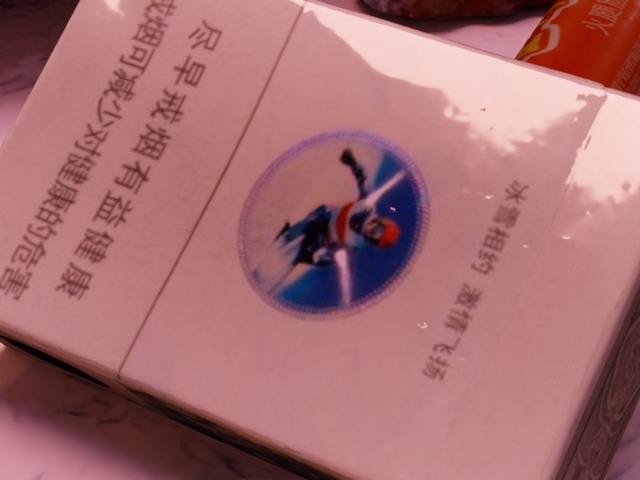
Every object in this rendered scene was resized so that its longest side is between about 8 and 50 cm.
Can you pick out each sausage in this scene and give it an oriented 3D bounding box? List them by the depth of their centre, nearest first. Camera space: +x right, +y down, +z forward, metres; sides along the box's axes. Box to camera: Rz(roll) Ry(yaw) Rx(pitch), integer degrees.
[{"bbox_3d":[0.115,-0.057,0.798,0.083,0.083,0.264,14,36,18],"label":"sausage"}]

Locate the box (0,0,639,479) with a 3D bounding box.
[{"bbox_3d":[0.000,0.000,0.647,0.256,0.069,0.164,21,77,26],"label":"box"}]

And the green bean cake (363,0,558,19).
[{"bbox_3d":[0.108,-0.213,0.991,0.233,0.097,0.198,-7,36,-10],"label":"green bean cake"}]
